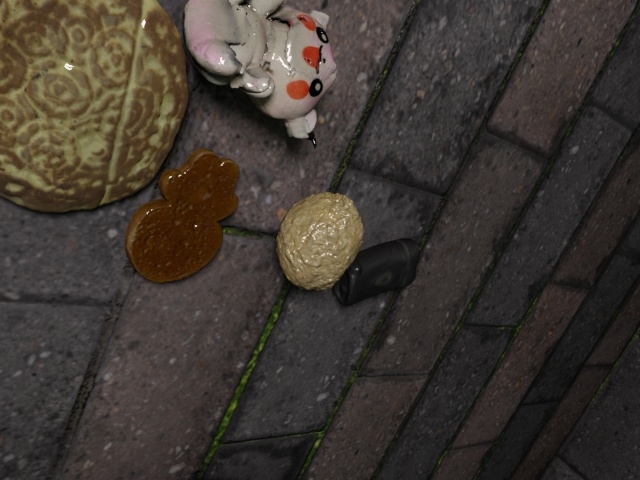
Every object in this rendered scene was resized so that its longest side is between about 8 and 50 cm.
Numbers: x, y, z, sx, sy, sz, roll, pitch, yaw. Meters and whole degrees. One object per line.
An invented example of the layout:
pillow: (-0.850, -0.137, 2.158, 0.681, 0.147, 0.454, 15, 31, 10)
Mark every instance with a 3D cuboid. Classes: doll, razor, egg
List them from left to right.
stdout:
doll: (-0.058, -0.193, 0.624, 0.192, 0.095, 0.149, 14, 78, -46)
egg: (0.000, 0.000, 0.797, 0.116, 0.118, 0.140, 13, 101, -26)
razor: (0.088, 0.049, 0.947, 0.148, 0.054, 0.090, -16, 127, -30)

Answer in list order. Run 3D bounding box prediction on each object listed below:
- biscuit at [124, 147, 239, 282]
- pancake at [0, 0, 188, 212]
biscuit: (-0.160, -0.027, 0.712, 0.124, 0.026, 0.175, 22, 103, -47)
pancake: (-0.241, -0.138, 0.564, 0.250, 0.031, 0.250, -22, 130, -28)
